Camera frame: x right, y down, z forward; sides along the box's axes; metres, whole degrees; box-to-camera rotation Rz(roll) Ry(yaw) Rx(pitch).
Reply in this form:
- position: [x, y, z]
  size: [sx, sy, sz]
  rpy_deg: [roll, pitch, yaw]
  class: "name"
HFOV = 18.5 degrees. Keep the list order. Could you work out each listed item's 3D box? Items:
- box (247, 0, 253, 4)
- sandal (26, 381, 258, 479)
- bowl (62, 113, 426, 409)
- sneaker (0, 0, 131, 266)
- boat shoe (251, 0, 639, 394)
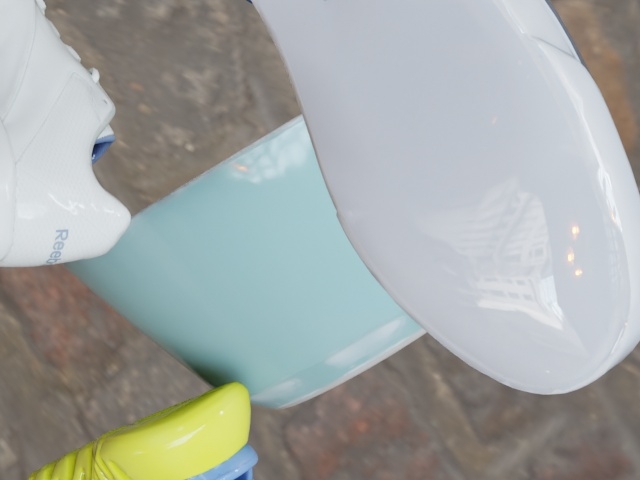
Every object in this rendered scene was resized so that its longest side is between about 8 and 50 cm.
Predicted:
- position: [0.006, -0.234, 1.417]
  size: [0.059, 0.054, 0.169]
  rpy_deg: [32, 127, 1]
  class: "box"
- position: [-0.110, 0.188, 1.317]
  size: [0.126, 0.317, 0.138]
  rpy_deg: [-24, 88, -19]
  class: "sandal"
- position: [0.000, 0.000, 1.317]
  size: [0.311, 0.311, 0.163]
  rpy_deg: [-32, 94, -12]
  class: "bowl"
- position: [-0.199, -0.095, 1.208]
  size: [0.129, 0.297, 0.111]
  rpy_deg: [6, 142, -30]
  class: "sneaker"
- position: [0.036, -0.088, 0.697]
  size: [0.102, 0.108, 0.301]
  rpy_deg: [-17, 68, -49]
  class: "boat shoe"
